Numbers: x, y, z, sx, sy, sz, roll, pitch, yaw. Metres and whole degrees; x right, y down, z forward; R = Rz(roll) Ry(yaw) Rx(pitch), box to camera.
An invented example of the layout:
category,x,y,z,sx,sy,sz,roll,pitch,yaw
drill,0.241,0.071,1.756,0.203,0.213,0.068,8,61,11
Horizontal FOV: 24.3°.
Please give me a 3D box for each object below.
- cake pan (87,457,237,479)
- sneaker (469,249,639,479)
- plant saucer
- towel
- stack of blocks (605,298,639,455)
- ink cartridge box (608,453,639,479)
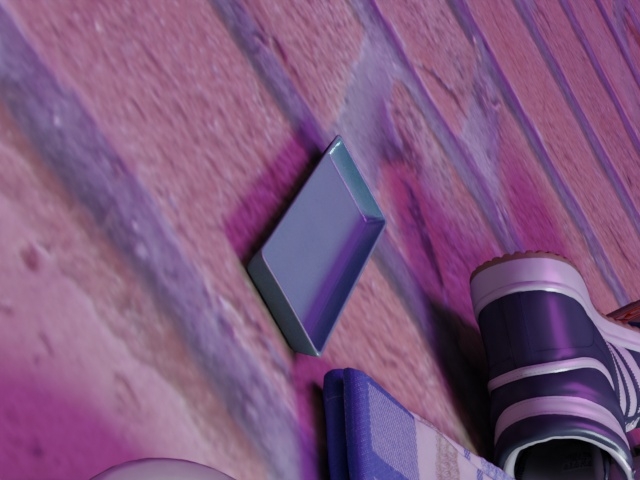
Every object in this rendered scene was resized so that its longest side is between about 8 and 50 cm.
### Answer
category,x,y,z,sx,sy,sz,roll,pitch,yaw
cake pan,-0.036,0.221,0.505,0.293,0.054,0.293,49,28,-38
sneaker,0.189,0.128,1.059,0.282,0.099,0.153,39,38,-52
plant saucer,0.000,0.000,0.857,0.067,0.018,0.192,61,22,-14
towel,0.087,0.210,0.828,0.285,0.034,0.209,41,36,-44
stack of blocks,0.340,0.185,1.261,0.297,0.087,0.171,66,-10,-1
ink cartridge box,0.298,0.336,1.090,0.307,0.072,0.304,-49,116,-78
